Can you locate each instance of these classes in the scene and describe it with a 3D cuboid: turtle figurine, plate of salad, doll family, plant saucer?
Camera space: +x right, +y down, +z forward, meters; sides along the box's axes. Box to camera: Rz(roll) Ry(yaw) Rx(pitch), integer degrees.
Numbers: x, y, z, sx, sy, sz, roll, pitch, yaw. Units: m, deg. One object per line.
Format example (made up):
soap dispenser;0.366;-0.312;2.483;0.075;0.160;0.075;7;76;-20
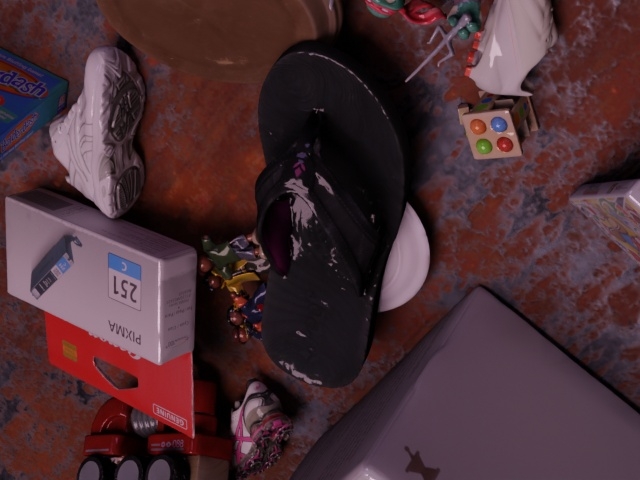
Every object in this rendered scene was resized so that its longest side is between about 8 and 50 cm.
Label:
turtle figurine;0.087;-0.278;1.269;0.175;0.118;0.234;25;118;-7
plate of salad;0.033;-0.005;1.548;0.200;0.048;0.199;14;128;19
doll family;-0.087;0.065;1.652;0.111;0.076;0.193;-21;107;19
plant saucer;-0.114;-0.242;1.384;0.278;0.041;0.278;13;154;6

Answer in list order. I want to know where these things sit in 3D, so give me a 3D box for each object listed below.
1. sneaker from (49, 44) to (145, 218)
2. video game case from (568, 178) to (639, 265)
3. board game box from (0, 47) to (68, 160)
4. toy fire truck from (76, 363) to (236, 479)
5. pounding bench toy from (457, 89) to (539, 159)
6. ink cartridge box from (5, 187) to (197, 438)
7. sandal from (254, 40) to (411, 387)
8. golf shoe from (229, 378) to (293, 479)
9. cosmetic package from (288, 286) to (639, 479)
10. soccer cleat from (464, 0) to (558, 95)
sneaker;-0.275;-0.134;1.611;0.115;0.090;0.232;23;131;18
video game case;0.351;0.026;1.308;0.227;0.026;0.206;43;178;-4
board game box;-0.421;-0.156;1.594;0.160;0.210;0.047;26;131;11
toy fire truck;-0.226;0.227;1.830;0.217;0.246;0.158;-9;158;41
pounding bench toy;0.167;-0.117;1.374;0.083;0.065;0.052;-3;121;33
ink cartridge box;-0.278;0.095;1.709;0.296;0.066;0.261;20;117;37
sandal;0.002;0.002;1.462;0.168;0.107;0.445;13;128;17
golf shoe;-0.088;0.254;1.813;0.086;0.067;0.186;61;148;27
cosmetic package;0.141;0.338;1.547;0.327;0.329;0.393;40;134;0
soccer cleat;0.196;-0.222;1.287;0.076;0.068;0.196;15;132;0
